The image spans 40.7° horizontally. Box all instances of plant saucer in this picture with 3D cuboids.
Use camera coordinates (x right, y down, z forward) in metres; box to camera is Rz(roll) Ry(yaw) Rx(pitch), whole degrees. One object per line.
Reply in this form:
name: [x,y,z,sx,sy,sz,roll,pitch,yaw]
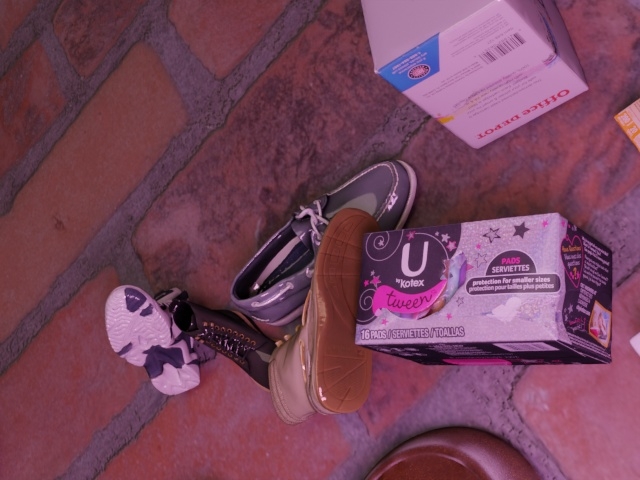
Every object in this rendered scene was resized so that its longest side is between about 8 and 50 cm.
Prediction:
plant saucer: [0.122,0.356,0.971,0.311,0.050,0.310,-28,46,34]

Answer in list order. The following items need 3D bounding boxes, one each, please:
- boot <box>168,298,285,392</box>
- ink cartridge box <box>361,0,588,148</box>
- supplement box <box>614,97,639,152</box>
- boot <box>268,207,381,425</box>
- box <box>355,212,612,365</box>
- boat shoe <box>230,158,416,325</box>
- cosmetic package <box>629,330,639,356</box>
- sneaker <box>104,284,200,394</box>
boot: [-0.122,0.153,1.226,0.198,0.137,0.076,27,91,41]
ink cartridge box: [0.189,-0.257,1.070,0.171,0.233,0.168,-27,56,29]
supplement box: [0.397,-0.144,0.987,0.098,0.036,0.062,-38,54,21]
boot: [0.004,0.104,1.124,0.203,0.095,0.261,139,139,-63]
box: [0.186,0.062,0.992,0.247,0.163,0.142,-7,70,37]
boat shoe: [0.000,0.000,1.212,0.319,0.099,0.116,-43,51,18]
cosmetic package: [0.505,0.149,0.744,0.284,0.097,0.377,-44,51,19]
sneaker: [-0.255,0.112,1.308,0.094,0.235,0.153,-26,44,8]
